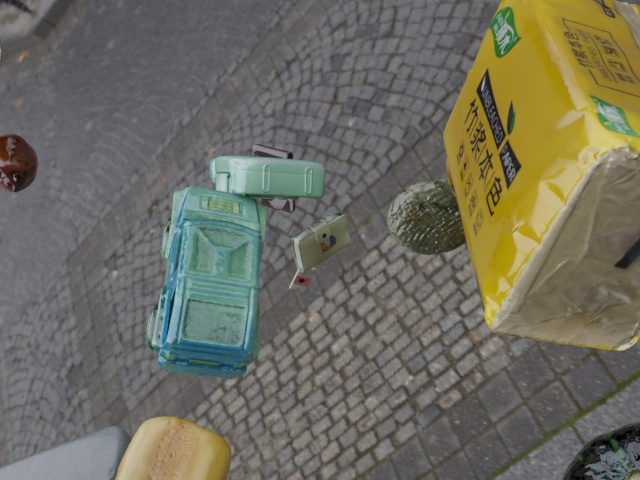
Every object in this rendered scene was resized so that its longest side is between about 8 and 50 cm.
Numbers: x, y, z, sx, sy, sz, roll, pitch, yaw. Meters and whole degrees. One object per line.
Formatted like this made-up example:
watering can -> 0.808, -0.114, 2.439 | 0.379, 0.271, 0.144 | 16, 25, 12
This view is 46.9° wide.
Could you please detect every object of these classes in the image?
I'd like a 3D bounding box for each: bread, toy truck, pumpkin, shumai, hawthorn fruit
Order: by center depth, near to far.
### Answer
bread -> -0.188, 0.311, 0.911 | 0.134, 0.085, 0.173 | 12, 45, 9
toy truck -> -0.154, 0.054, 1.051 | 0.156, 0.155, 0.278 | 122, 154, -55
hawthorn fruit -> -0.457, -0.109, 1.089 | 0.081, 0.081, 0.093 | -45, 50, 17
pumpkin -> 0.546, 0.453, 1.227 | 0.315, 0.238, 0.315 | -21, 45, 23
shumai -> 0.309, -0.091, 2.023 | 0.203, 0.272, 0.222 | -97, 16, -60

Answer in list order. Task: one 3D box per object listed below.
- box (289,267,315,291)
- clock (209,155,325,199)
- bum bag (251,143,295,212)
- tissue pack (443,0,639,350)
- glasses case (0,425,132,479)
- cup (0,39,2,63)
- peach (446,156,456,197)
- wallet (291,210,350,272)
box -> -0.050, 0.105, 2.046 | 0.012, 0.046, 0.083 | -105, 35, -54
clock -> -0.100, -0.101, 1.198 | 0.211, 0.159, 0.066 | 8, 96, 60
bum bag -> -0.108, -0.142, 1.715 | 0.109, 0.026, 0.159 | 16, 124, 31
tissue pack -> 0.310, -0.104, 0.915 | 0.382, 0.228, 0.293 | -90, 14, -46
glasses case -> -0.457, 0.411, 1.205 | 0.323, 0.074, 0.131 | -21, 30, 4
cup -> -0.522, -0.270, 0.997 | 0.288, 0.203, 0.203 | 29, 91, 55
peach -> 0.477, -0.193, 1.690 | 0.370, 0.370, 0.370 | -20, 58, 36
wallet -> 0.000, 0.000, 1.860 | 0.155, 0.110, 0.039 | -31, 42, -25
